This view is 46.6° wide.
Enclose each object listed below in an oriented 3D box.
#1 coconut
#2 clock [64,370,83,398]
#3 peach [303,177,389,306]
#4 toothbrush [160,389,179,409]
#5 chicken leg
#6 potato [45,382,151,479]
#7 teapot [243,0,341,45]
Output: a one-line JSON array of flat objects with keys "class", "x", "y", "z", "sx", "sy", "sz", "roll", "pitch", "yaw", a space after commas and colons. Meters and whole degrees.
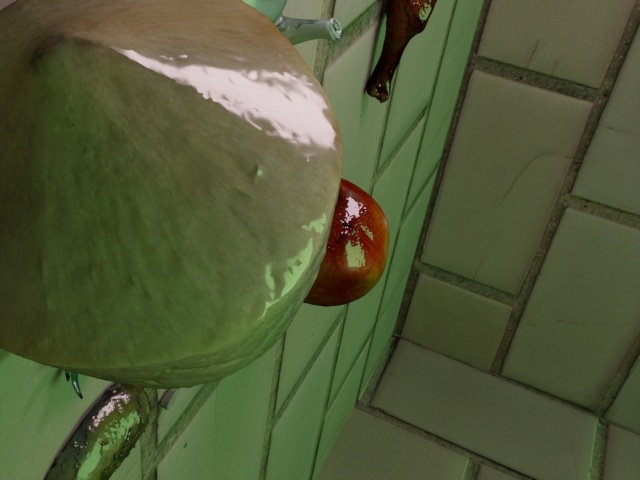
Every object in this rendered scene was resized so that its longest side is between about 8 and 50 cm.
[{"class": "coconut", "x": -0.131, "y": -0.046, "z": 0.526, "sx": 0.329, "sy": 0.329, "sz": 0.328, "roll": 21, "pitch": 90, "yaw": -76}, {"class": "clock", "x": -0.241, "y": 0.102, "z": 0.812, "sx": 0.101, "sy": 0.041, "sz": 0.135, "roll": 90, "pitch": 25, "yaw": -55}, {"class": "peach", "x": 0.000, "y": 0.000, "z": 1.190, "sx": 0.231, "sy": 0.231, "sz": 0.231, "roll": 21, "pitch": 90, "yaw": -76}, {"class": "toothbrush", "x": -0.192, "y": 0.174, "z": 1.145, "sx": 0.014, "sy": 0.017, "sz": 0.194, "roll": 87, "pitch": 27, "yaw": -56}, {"class": "chicken leg", "x": 0.170, "y": -0.465, "z": 1.450, "sx": 0.158, "sy": 0.096, "sz": 0.406, "roll": -90, "pitch": -161, "yaw": -73}, {"class": "potato", "x": -0.268, "y": 0.261, "z": 0.919, "sx": 0.198, "sy": 0.054, "sz": 0.119, "roll": -53, "pitch": 162, "yaw": -47}, {"class": "teapot", "x": -0.086, "y": -0.237, "z": 0.618, "sx": 0.232, "sy": 0.159, "sz": 0.159, "roll": 43, "pitch": 64, "yaw": -37}]
